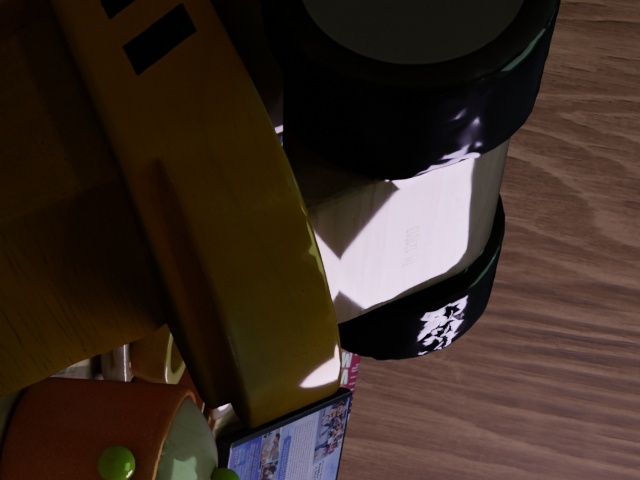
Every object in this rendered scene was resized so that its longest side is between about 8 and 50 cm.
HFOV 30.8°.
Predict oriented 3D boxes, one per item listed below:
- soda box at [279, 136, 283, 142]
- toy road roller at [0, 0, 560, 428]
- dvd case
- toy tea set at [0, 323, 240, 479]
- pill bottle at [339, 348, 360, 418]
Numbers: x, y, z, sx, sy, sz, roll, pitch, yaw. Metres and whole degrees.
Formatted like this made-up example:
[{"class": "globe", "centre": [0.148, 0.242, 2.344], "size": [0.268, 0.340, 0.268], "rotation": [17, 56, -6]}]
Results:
[{"class": "soda box", "centre": [-0.063, -0.107, 0.753], "size": [0.083, 0.092, 0.263], "rotation": [92, 11, -46]}, {"class": "toy road roller", "centre": [-0.076, -0.082, 0.458], "size": [0.202, 0.240, 0.329], "rotation": [89, -23, -60]}, {"class": "dvd case", "centre": [-0.049, 0.285, 1.377], "size": [0.253, 0.022, 0.180], "rotation": [-12, 115, -55]}, {"class": "toy tea set", "centre": [-0.093, 0.132, 0.742], "size": [0.336, 0.124, 0.200], "rotation": [-65, 165, -64]}, {"class": "pill bottle", "centre": [-0.013, 0.178, 1.519], "size": [0.121, 0.121, 0.221], "rotation": [-14, 115, -83]}]
